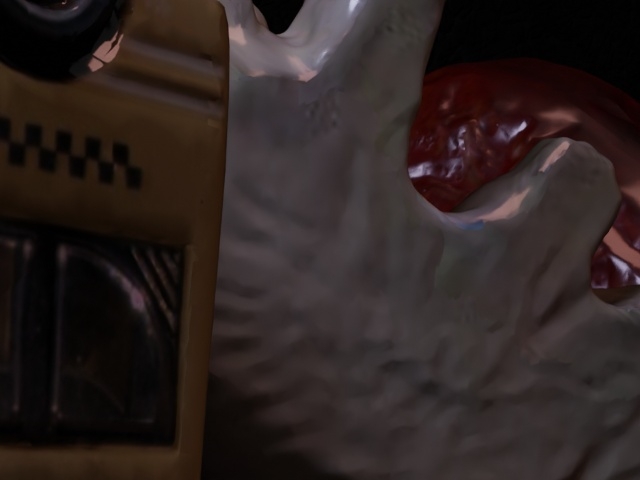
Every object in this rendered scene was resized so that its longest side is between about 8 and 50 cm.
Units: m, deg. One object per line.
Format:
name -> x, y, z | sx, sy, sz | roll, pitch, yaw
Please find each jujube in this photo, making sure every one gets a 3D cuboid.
jujube -> 0.139, 0.012, 1.106 | 0.223, 0.223, 0.318 | 10, 14, -38

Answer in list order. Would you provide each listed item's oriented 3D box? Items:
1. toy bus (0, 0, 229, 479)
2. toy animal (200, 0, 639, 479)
toy bus -> -0.186, -0.013, 0.410 | 0.177, 0.202, 0.365 | -6, -10, 36
toy animal -> 0.000, 0.000, 0.715 | 0.308, 0.266, 0.188 | -2, -5, -36
